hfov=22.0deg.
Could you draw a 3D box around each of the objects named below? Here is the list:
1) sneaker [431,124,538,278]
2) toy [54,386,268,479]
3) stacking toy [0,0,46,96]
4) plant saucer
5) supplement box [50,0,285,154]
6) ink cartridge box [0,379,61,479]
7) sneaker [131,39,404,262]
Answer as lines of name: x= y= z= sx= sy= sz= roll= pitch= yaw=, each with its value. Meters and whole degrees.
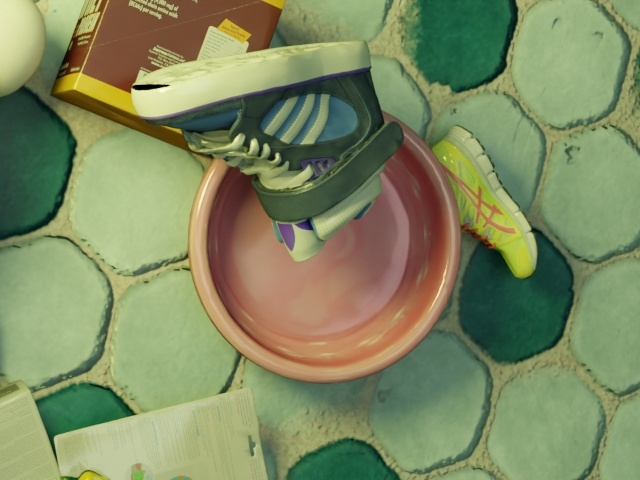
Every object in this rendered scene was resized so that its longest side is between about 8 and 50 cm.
sneaker: x=0.188 y=-0.033 z=2.014 sx=0.094 sy=0.081 sz=0.208 roll=-35 pitch=96 yaw=-9
toy: x=-0.185 y=0.258 z=1.886 sx=0.237 sy=0.056 sz=0.137 roll=-13 pitch=98 yaw=-24
stacking toy: x=-0.462 y=-0.113 z=1.663 sx=0.480 sy=0.350 sz=0.350 roll=-42 pitch=105 yaw=-27
plant saucer: x=0.000 y=0.000 z=1.931 sx=0.332 sy=0.084 sz=0.332 roll=0 pitch=91 yaw=-19
supplement box: x=-0.171 y=-0.220 z=1.840 sx=0.191 sy=0.129 sz=0.194 roll=22 pitch=84 yaw=-20
ink cartridge box: x=-0.367 y=0.263 z=1.837 sx=0.145 sy=0.045 sz=0.179 roll=-23 pitch=117 yaw=-19
sneaker: x=-0.051 y=-0.081 z=1.759 sx=0.323 sy=0.130 sz=0.236 roll=-17 pitch=106 yaw=-44
